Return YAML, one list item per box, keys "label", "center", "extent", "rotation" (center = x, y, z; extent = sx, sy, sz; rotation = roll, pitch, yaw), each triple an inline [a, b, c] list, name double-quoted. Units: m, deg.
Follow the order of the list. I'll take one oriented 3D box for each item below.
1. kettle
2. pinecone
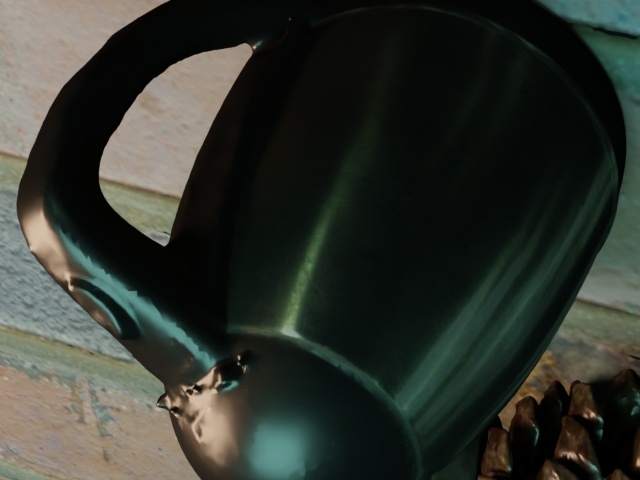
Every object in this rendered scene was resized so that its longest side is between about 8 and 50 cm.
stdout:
- label: "kettle"
  center: [0.016, 0.006, 0.612]
  extent: [0.207, 0.271, 0.250]
  rotation: [1, 132, 27]
- label: "pinecone"
  center: [0.161, 0.167, 0.764]
  extent: [0.184, 0.179, 0.204]
  rotation: [41, 95, 16]
